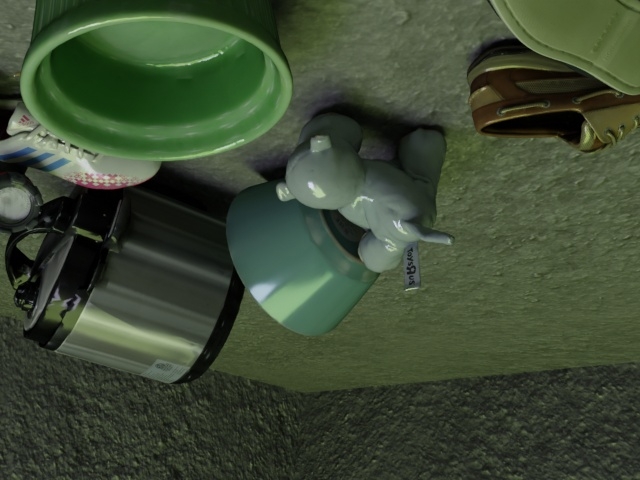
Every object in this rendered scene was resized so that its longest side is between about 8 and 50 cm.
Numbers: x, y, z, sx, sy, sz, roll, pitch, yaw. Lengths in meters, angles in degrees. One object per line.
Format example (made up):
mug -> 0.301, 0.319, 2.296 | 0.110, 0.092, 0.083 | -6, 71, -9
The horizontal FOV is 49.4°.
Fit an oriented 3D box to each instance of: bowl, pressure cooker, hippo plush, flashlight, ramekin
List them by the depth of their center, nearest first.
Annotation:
ramekin -> -0.189, -0.228, 0.823 | 0.304, 0.148, 0.303 | -7, 160, -2
hippo plush -> 0.049, -0.067, 1.089 | 0.237, 0.294, 0.234 | 20, 134, -10
flashlight -> -0.569, -0.089, 1.243 | 0.103, 0.103, 0.304 | 10, -172, -33
bowl -> 0.000, 0.000, 1.257 | 0.163, 0.311, 0.312 | -31, 140, 33
pressure cooker -> -0.395, 0.064, 1.369 | 0.421, 0.369, 0.375 | 22, -168, -25

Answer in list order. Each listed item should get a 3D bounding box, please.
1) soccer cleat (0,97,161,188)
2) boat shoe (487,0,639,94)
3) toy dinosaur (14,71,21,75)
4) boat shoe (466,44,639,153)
soccer cleat -> -0.439, -0.167, 1.169 | 0.331, 0.116, 0.143 | 9, 162, -3
boat shoe -> 0.250, -0.263, 0.736 | 0.340, 0.113, 0.127 | 13, 115, -36
toy dinosaur -> -0.324, -0.263, 0.998 | 0.212, 0.064, 0.112 | -22, 133, 33
boat shoe -> 0.352, -0.169, 0.904 | 0.324, 0.119, 0.122 | 5, 163, 9
